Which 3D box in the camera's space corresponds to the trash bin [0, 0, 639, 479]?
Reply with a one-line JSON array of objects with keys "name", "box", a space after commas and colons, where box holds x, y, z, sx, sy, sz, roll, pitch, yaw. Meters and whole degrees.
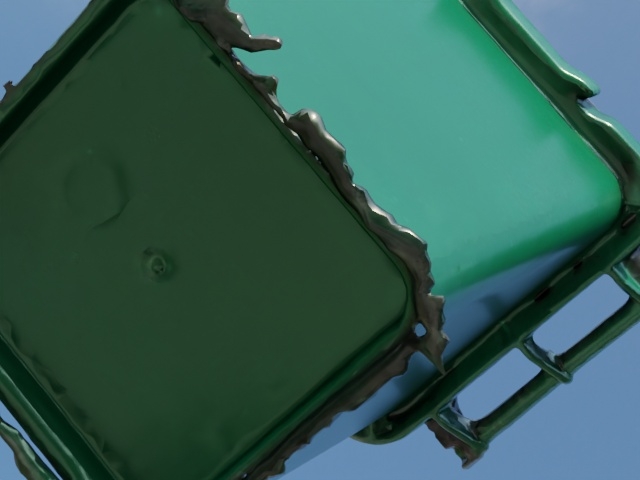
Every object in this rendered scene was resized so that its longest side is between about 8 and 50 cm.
[{"name": "trash bin", "box": [0.000, 0.000, 0.720, 0.259, 0.381, 0.295, -43, -97, 23]}]
